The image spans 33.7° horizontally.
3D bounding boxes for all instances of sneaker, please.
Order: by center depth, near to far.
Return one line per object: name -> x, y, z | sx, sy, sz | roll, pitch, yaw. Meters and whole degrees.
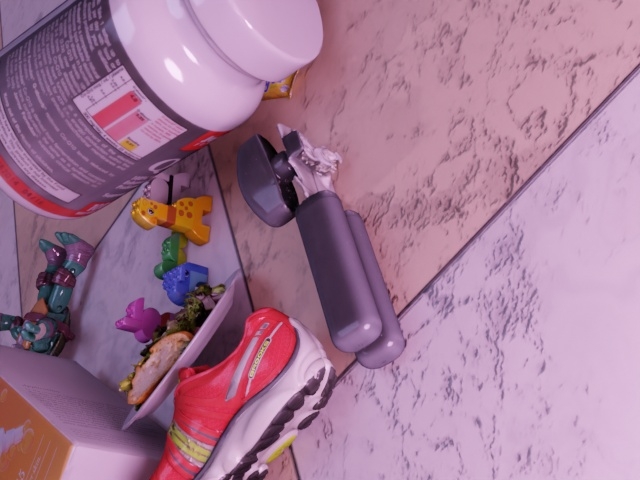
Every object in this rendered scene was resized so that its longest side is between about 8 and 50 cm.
sneaker -> -0.100, 0.173, 0.970 | 0.279, 0.107, 0.118 | -48, 65, 16

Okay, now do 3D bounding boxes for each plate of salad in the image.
plate of salad -> -0.148, 0.103, 1.070 | 0.199, 0.048, 0.200 | -54, 5, 7

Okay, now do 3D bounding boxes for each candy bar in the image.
candy bar -> -0.069, -0.173, 1.186 | 0.161, 0.018, 0.040 | 5, 79, 55

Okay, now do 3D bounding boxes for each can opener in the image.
can opener -> 0.000, 0.000, 0.955 | 0.093, 0.074, 0.280 | -38, 46, 16

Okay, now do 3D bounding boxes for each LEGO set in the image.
LEGO set -> -0.182, 0.004, 1.194 | 0.087, 0.093, 0.227 | -27, 53, 46

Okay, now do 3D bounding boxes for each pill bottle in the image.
pill bottle -> -0.190, -0.181, 1.130 | 0.363, 0.210, 0.210 | -26, 53, 30

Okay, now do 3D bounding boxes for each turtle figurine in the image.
turtle figurine -> -0.387, 0.106, 1.415 | 0.175, 0.118, 0.234 | -1, 58, 39

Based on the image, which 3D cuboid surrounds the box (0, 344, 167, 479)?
box -> -0.301, 0.266, 1.142 | 0.345, 0.168, 0.214 | 20, 90, 51
